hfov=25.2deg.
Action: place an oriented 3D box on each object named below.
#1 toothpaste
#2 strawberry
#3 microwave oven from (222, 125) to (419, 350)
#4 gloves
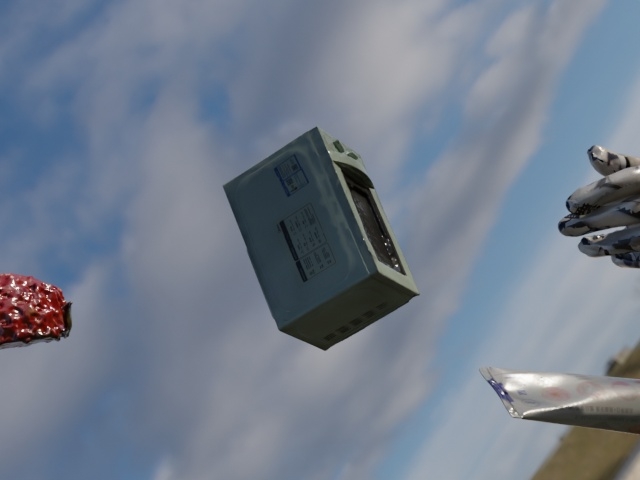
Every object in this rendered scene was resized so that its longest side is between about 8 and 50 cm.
[{"bbox_3d":[0.335,0.184,1.607,0.323,0.100,0.066,9,-64,-22],"label":"toothpaste"},{"bbox_3d":[-0.474,0.106,2.033,0.237,0.111,0.190,-9,-2,-35],"label":"strawberry"},{"bbox_3d":[0.000,0.000,1.677,0.162,0.208,0.122,-32,-29,18],"label":"microwave oven"},{"bbox_3d":[0.347,-0.034,1.484,0.212,0.111,0.127,2,-90,-39],"label":"gloves"}]
